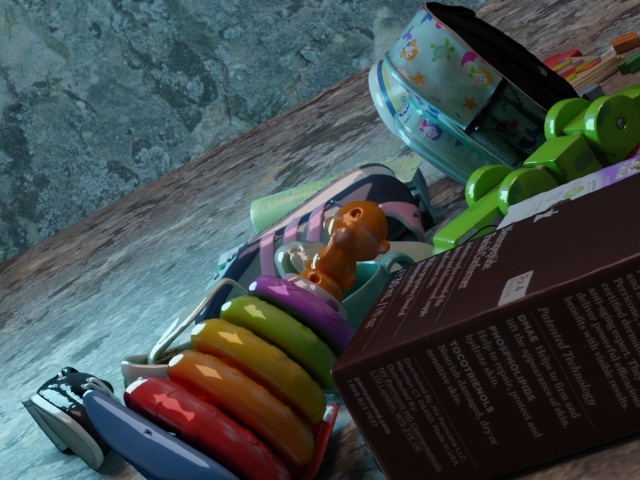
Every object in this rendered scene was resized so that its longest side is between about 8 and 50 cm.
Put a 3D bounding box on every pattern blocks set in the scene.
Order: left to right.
[{"bbox_3d":[0.364,-0.240,2.147,0.285,0.026,0.325,-36,14,-25],"label":"pattern blocks set"}]

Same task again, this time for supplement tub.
[{"bbox_3d":[0.196,-0.265,2.350,0.200,0.144,0.144,-24,14,26],"label":"supplement tub"}]

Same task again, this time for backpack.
[{"bbox_3d":[0.193,-0.179,1.787,0.191,0.253,0.225,-48,9,15],"label":"backpack"}]

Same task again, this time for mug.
[{"bbox_3d":[0.039,0.088,1.437,0.158,0.097,0.129,-28,12,7],"label":"mug"}]

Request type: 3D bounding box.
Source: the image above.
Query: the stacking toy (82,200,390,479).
[{"bbox_3d":[-0.036,0.089,1.195,0.175,0.165,0.302,24,71,32],"label":"stacking toy"}]

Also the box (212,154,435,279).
[{"bbox_3d":[0.000,0.000,1.962,0.322,0.058,0.232,-29,12,8],"label":"box"}]

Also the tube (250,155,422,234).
[{"bbox_3d":[0.023,-0.059,1.906,0.240,0.062,0.070,-19,59,22],"label":"tube"}]

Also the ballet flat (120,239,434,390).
[{"bbox_3d":[-0.047,0.080,1.590,0.400,0.139,0.139,-33,13,-13],"label":"ballet flat"}]

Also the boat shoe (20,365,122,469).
[{"bbox_3d":[-0.289,0.199,1.710,0.091,0.114,0.302,-40,16,-16],"label":"boat shoe"}]

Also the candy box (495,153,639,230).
[{"bbox_3d":[0.260,-0.006,1.368,0.196,0.070,0.165,-22,15,30],"label":"candy box"}]

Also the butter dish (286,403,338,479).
[{"bbox_3d":[-0.079,0.176,1.313,0.160,0.118,0.160,-25,13,17],"label":"butter dish"}]

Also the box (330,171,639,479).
[{"bbox_3d":[0.215,0.053,1.090,0.381,0.143,0.191,-22,14,25],"label":"box"}]

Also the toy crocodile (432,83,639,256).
[{"bbox_3d":[0.265,-0.071,1.577,0.340,0.105,0.115,-39,15,-16],"label":"toy crocodile"}]

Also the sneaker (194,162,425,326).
[{"bbox_3d":[-0.013,0.039,1.756,0.319,0.112,0.131,-41,43,3],"label":"sneaker"}]
